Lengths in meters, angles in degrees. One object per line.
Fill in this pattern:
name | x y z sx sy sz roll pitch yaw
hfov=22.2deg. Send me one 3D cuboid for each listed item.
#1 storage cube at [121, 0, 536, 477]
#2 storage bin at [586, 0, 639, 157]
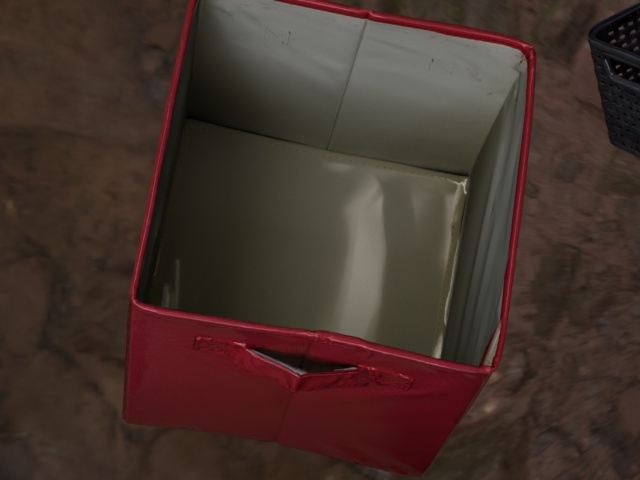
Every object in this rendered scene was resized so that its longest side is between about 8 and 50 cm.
storage cube | 0.000 0.000 0.886 0.183 0.193 0.215 11 65 -3
storage bin | 0.283 -0.123 1.083 0.180 0.122 0.084 -28 120 -16
